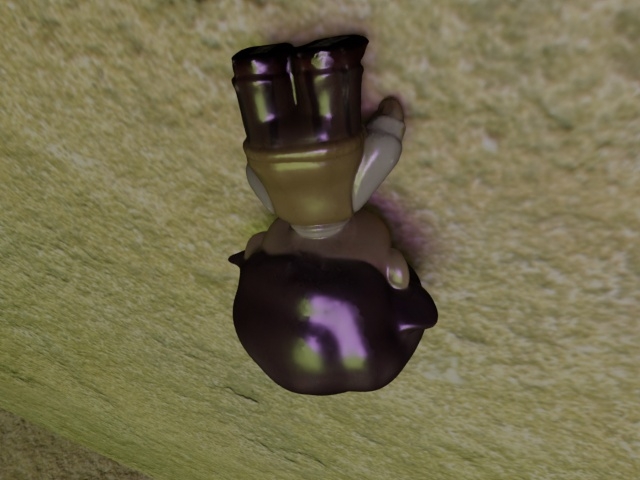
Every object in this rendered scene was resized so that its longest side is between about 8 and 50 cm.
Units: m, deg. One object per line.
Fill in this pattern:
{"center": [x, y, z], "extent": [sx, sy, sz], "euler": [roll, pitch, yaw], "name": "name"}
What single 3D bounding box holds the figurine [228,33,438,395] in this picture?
{"center": [-0.001, -0.012, 0.531], "extent": [0.218, 0.206, 0.364], "euler": [-5, 107, 2], "name": "figurine"}
